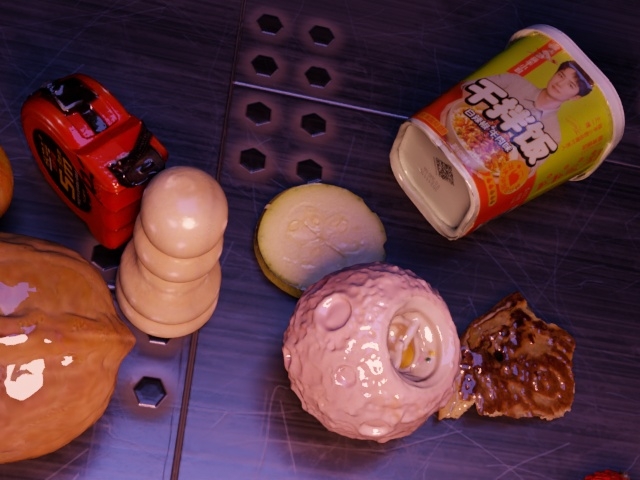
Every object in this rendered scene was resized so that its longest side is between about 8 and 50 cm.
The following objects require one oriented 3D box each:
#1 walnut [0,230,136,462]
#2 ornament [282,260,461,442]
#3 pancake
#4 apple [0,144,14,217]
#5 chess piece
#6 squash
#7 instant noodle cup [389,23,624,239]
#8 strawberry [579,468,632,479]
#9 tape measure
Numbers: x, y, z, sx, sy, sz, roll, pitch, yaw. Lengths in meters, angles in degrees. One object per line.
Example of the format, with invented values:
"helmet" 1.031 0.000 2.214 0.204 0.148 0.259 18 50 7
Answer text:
"walnut" -0.413 0.139 1.252 0.344 0.306 0.306 0 62 -12
"ornament" 0.070 0.162 1.401 0.259 0.225 0.259 10 74 -37
"pancake" 0.296 0.185 1.556 0.257 0.056 0.212 3 68 -22
"apple" -0.542 -0.091 1.419 0.182 0.155 0.182 14 59 -25
"chess piece" -0.206 0.009 1.369 0.167 0.299 0.167 6 62 -11
"squash" -0.001 0.003 1.586 0.219 0.041 0.219 5 58 -8
"instant noodle cup" 0.301 -0.170 1.644 0.308 0.294 0.294 -32 74 -21
"strawberry" 0.411 0.414 1.438 0.131 0.148 0.131 45 26 -29
"tape measure" -0.332 -0.127 1.433 0.114 0.253 0.260 -36 76 -25
